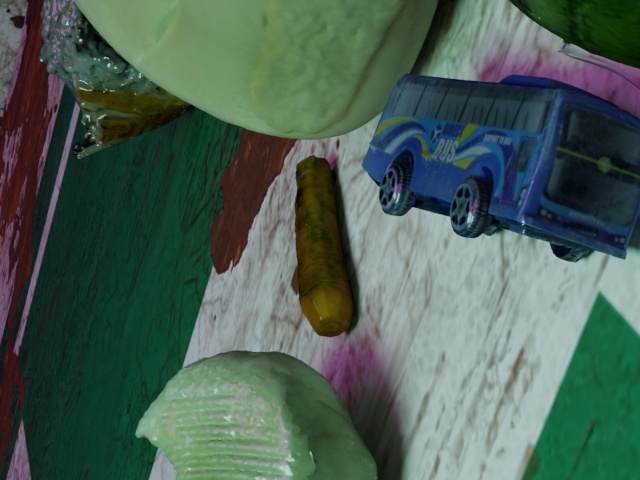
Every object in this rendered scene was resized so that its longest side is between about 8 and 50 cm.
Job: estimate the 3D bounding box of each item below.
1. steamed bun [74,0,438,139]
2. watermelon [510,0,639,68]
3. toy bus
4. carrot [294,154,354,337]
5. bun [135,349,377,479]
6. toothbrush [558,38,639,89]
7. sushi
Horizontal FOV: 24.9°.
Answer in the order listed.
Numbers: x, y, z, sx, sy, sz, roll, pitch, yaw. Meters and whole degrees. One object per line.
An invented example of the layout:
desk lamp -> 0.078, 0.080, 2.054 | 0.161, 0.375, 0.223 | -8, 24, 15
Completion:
steamed bun -> -0.056, -0.225, 1.027 | 0.290, 0.272, 0.273 | 98, 163, -45
watermelon -> 0.151, -0.182, 0.540 | 0.242, 0.242, 0.242 | -170, 90, -69
toy bus -> 0.099, -0.048, 0.834 | 0.236, 0.079, 0.094 | -158, 80, -69
carrot -> 0.000, 0.000, 1.130 | 0.042, 0.042, 0.170 | 122, 152, -45
bun -> -0.042, 0.184, 1.018 | 0.204, 0.126, 0.212 | 21, 93, 45
toothbrush -> 0.168, -0.085, 0.752 | 0.204, 0.022, 0.017 | -130, 53, -65
sushi -> -0.204, -0.231, 1.560 | 0.139, 0.184, 0.274 | 145, 130, -64
